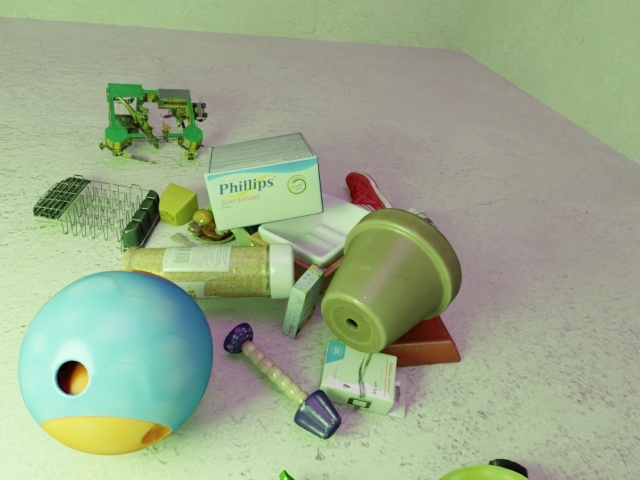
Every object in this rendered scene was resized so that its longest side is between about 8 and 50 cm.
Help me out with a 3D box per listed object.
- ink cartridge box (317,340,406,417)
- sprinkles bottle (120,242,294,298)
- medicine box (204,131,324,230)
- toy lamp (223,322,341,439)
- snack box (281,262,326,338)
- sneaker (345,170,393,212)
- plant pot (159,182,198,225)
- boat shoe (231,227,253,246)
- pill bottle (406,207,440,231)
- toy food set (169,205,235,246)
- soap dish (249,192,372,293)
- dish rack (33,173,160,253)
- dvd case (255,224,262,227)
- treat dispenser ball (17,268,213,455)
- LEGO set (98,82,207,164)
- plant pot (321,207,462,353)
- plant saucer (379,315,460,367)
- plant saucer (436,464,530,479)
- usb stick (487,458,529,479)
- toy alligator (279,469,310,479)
[{"bbox_3d":[0.091,0.276,0.991,0.180,0.060,0.104,13,47,0],"label":"ink cartridge box"},{"bbox_3d":[-0.234,0.068,1.071,0.354,0.121,0.121,-1,39,-3],"label":"sprinkles bottle"},{"bbox_3d":[-0.148,-0.161,1.278,0.263,0.149,0.289,-10,25,-6],"label":"medicine box"},{"bbox_3d":[-0.075,0.268,0.950,0.274,0.080,0.080,34,42,28],"label":"toy lamp"},{"bbox_3d":[-0.036,0.132,1.080,0.037,0.141,0.100,25,38,13],"label":"snack box"},{"bbox_3d":[0.113,-0.134,1.513,0.128,0.087,0.221,-13,43,-32],"label":"sneaker"},{"bbox_3d":[-0.379,-0.086,1.306,0.081,0.081,0.083,20,50,9],"label":"plant pot"},{"bbox_3d":[-0.196,-0.011,1.281,0.137,0.049,0.043,56,18,20],"label":"boat shoe"},{"bbox_3d":[0.296,-0.043,1.467,0.067,0.067,0.120,-6,42,-24],"label":"pill bottle"},{"bbox_3d":[-0.284,-0.039,1.304,0.132,0.039,0.192,27,39,16],"label":"toy food set"},{"bbox_3d":[0.000,0.000,1.261,0.228,0.118,0.290,26,38,27],"label":"soap dish"},{"bbox_3d":[-0.554,-0.075,1.244,0.271,0.074,0.208,10,36,-2],"label":"dish rack"},{"bbox_3d":[-0.137,-0.111,1.447,0.180,0.022,0.253,29,37,18],"label":"dvd case"},{"bbox_3d":[-0.318,0.189,0.798,0.287,0.288,0.288,9,38,-7],"label":"treat dispenser ball"},{"bbox_3d":[-0.529,-0.345,1.554,0.331,0.192,0.255,-13,74,-27],"label":"LEGO set"},{"bbox_3d":[0.123,0.103,1.016,0.263,0.263,0.229,30,50,20],"label":"plant pot"},{"bbox_3d":[0.173,0.177,1.167,0.258,0.048,0.259,-1,39,-17],"label":"plant saucer"},{"bbox_3d":[0.268,0.473,0.775,0.240,0.037,0.241,-8,36,6],"label":"plant saucer"},{"bbox_3d":[0.326,0.494,0.812,0.077,0.045,0.278,16,37,-3],"label":"usb stick"},{"bbox_3d":[0.000,0.441,0.776,0.189,0.056,0.051,44,6,34],"label":"toy alligator"}]
